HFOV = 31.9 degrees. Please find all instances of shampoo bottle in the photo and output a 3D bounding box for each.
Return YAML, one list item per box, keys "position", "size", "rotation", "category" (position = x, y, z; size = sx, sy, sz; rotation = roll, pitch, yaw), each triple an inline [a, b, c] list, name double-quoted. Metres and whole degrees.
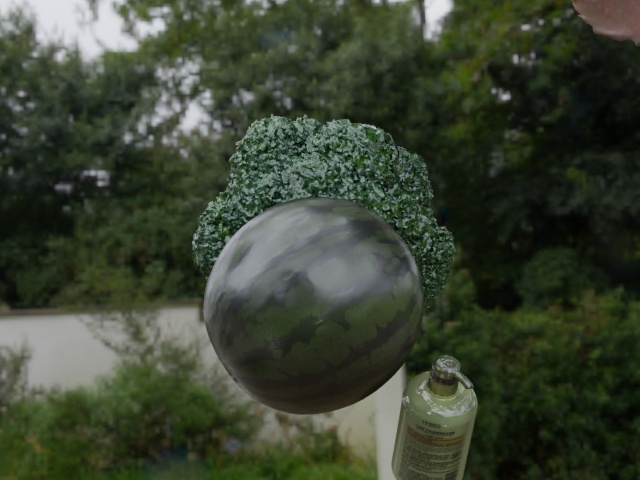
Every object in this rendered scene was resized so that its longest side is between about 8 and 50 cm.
- position: [0.120, 0.186, 1.159]
  size: [0.079, 0.162, 0.079]
  rotation: [3, 35, -2]
  category: "shampoo bottle"

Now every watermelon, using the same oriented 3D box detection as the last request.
- position: [-0.006, 0.060, 1.068]
  size: [0.212, 0.212, 0.212]
  rotation: [-2, -8, 0]
  category: "watermelon"

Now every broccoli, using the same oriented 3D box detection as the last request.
- position: [0.000, 0.000, 1.298]
  size: [0.308, 0.307, 0.275]
  rotation: [1, 7, -21]
  category: "broccoli"

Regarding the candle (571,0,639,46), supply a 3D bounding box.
- position: [0.309, -0.381, 1.147]
  size: [0.287, 0.317, 0.131]
  rotation: [28, 49, 31]
  category: "candle"
